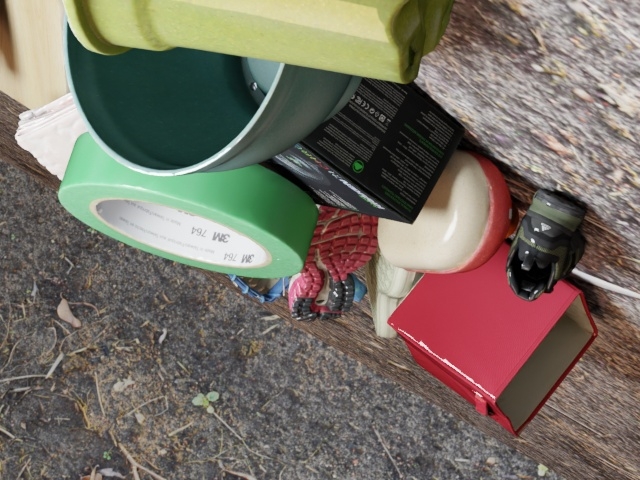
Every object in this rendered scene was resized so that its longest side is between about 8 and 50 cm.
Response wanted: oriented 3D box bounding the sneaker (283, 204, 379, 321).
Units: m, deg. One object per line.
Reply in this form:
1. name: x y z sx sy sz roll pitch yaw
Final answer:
1. sneaker: 0.000 0.000 2.078 0.120 0.112 0.299 -3 149 -16

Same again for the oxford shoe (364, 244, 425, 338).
1. oxford shoe: 0.134 0.020 2.150 0.130 0.169 0.449 -8 157 -2

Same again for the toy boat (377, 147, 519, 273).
1. toy boat: 0.172 -0.033 1.819 0.151 0.151 0.231 4 180 -20

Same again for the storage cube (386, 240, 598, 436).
1. storage cube: 0.238 0.119 2.046 0.193 0.215 0.184 35 172 27

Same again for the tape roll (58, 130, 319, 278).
1. tape roll: -0.165 -0.042 1.883 0.321 0.077 0.321 15 165 4

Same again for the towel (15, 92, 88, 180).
1. towel: -0.191 -0.140 1.996 0.332 0.317 0.053 47 -158 -55

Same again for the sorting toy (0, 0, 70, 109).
1. sorting toy: -0.388 -0.315 1.986 0.255 0.089 0.257 32 137 32

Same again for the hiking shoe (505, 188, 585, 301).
1. hiking shoe: 0.255 0.019 1.785 0.086 0.114 0.227 30 169 17

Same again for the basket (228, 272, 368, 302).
1. basket: -0.078 -0.016 2.353 0.289 0.201 0.255 31 168 37

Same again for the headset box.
1. headset box: -0.018 -0.148 1.757 0.246 0.131 0.283 35 170 -29

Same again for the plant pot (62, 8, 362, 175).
1. plant pot: -0.074 -0.201 1.427 0.293 0.293 0.196 25 -166 37

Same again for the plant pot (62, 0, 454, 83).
1. plant pot: -0.021 -0.241 1.141 0.253 0.276 0.276 18 166 12
